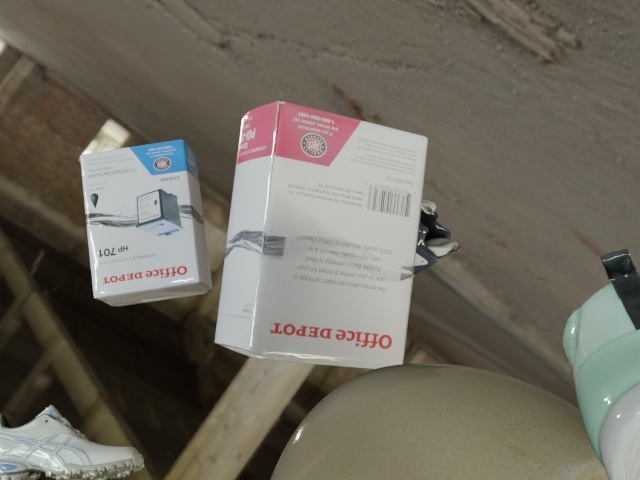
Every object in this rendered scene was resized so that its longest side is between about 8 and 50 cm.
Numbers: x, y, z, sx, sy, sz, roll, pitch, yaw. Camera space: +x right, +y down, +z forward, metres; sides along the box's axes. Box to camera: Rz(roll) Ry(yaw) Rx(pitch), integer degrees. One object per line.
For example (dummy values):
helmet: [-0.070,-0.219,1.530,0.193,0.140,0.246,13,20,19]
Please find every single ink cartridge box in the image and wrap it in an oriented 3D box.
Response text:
ink cartridge box: [0.000,0.000,0.999,0.207,0.282,0.117,10,175,-29]
ink cartridge box: [-0.225,-0.021,1.093,0.140,0.190,0.082,-9,167,1]

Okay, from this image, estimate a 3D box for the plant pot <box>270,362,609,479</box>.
plant pot: [0.125,0.214,0.564,0.284,0.284,0.191,37,150,-18]

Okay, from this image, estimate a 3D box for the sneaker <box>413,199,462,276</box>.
sneaker: [0.119,0.040,1.166,0.153,0.234,0.094,3,-160,21]

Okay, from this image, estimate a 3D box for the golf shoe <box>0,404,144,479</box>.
golf shoe: [-0.277,0.216,0.900,0.176,0.086,0.069,0,157,-3]

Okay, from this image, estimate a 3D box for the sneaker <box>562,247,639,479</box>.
sneaker: [0.241,0.040,0.390,0.151,0.256,0.094,-86,-15,-71]
